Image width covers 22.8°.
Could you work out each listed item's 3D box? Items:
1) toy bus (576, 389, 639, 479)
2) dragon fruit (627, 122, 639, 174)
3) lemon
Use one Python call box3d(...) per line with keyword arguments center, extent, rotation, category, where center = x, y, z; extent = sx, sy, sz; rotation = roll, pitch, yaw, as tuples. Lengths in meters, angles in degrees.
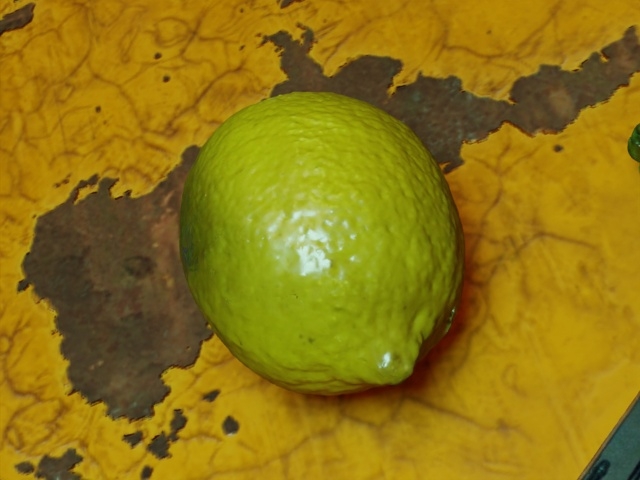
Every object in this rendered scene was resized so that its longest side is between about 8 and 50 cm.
box3d(center=(0.229, 0.148, 0.862), extent=(0.143, 0.153, 0.329), rotation=(22, 66, 41), category="toy bus")
box3d(center=(0.273, -0.038, 1.024), extent=(0.138, 0.142, 0.175), rotation=(4, 22, -23), category="dragon fruit")
box3d(center=(0.000, 0.000, 1.050), extent=(0.188, 0.188, 0.257), rotation=(-28, 46, 0), category="lemon")
